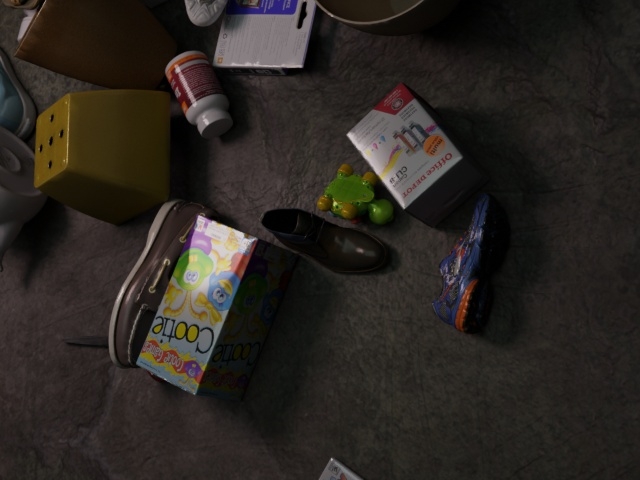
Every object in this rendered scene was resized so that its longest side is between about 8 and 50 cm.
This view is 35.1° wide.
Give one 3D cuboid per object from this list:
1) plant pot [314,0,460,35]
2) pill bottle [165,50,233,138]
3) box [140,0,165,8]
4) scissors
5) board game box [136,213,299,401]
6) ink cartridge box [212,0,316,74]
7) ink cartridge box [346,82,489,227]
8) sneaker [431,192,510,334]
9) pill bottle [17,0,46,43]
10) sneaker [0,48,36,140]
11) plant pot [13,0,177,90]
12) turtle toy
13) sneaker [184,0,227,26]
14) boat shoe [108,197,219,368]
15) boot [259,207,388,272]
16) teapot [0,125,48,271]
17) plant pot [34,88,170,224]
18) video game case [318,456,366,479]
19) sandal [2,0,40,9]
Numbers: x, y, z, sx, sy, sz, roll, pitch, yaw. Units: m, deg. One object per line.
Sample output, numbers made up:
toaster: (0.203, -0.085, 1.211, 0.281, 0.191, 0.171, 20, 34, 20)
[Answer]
plant pot: (0.138, -0.455, 1.670, 0.284, 0.191, 0.284, -7, 75, 27)
pill bottle: (-0.223, -0.270, 1.882, 0.086, 0.086, 0.152, -33, 71, 18)
box: (-0.325, -0.576, 2.019, 0.130, 0.091, 0.171, -20, 69, 24)
scissors: (-0.368, 0.180, 1.898, 0.297, 0.021, 0.109, 15, 86, 33)
board game box: (-0.173, 0.117, 1.729, 0.142, 0.144, 0.275, 22, 89, 31)
ink cartridge box: (-0.088, -0.409, 1.870, 0.208, 0.045, 0.206, 7, 81, 33)
ink cartridge box: (0.157, -0.133, 1.616, 0.128, 0.127, 0.176, -42, 62, 13)
sneaker: (0.226, 0.030, 1.567, 0.087, 0.083, 0.221, 12, 80, 39)
pill bottle: (-0.518, -0.522, 2.073, 0.161, 0.161, 0.283, 10, 82, 31)
sneaker: (-0.749, -0.359, 2.167, 0.366, 0.150, 0.135, 42, 98, 30)
plant pot: (-0.409, -0.389, 1.915, 0.237, 0.254, 0.237, -47, 26, 32)
turtle toy: (0.062, -0.065, 1.686, 0.130, 0.066, 0.095, 21, 65, 29)
sneaker: (-0.211, -0.483, 1.924, 0.090, 0.115, 0.232, 7, 59, -5)
boat shoe: (-0.275, 0.081, 1.805, 0.096, 0.116, 0.324, 12, 72, 30)
boot: (0.000, 0.000, 1.682, 0.219, 0.106, 0.082, 15, 85, 32)
teapot: (-0.686, -0.109, 2.023, 0.187, 0.252, 0.256, -41, 29, 21)
plant pot: (-0.411, -0.165, 1.868, 0.212, 0.187, 0.212, -19, 67, 48)
video game case: (0.035, 0.449, 1.602, 0.143, 0.019, 0.157, 31, 93, 31)
sandal: (-0.584, -0.489, 1.972, 0.180, 0.049, 0.072, 9, 81, 46)
